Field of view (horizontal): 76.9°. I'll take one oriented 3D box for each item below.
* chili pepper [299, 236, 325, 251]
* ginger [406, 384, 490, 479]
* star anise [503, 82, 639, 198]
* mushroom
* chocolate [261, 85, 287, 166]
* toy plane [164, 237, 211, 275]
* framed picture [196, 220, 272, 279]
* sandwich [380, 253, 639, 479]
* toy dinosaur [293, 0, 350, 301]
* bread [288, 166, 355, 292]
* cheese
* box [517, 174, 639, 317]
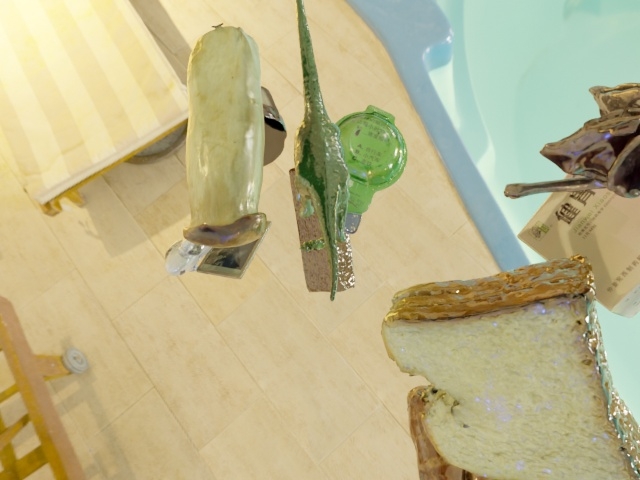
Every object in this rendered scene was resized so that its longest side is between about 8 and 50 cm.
[{"bbox_3d":[0.000,0.000,0.693,0.083,0.027,0.022,-33,37,-26],"label":"chili pepper"},{"bbox_3d":[0.371,0.592,1.087,0.254,0.176,0.418,-7,46,-6],"label":"ginger"},{"bbox_3d":[0.282,-0.078,0.321,0.089,0.231,0.209,47,69,-23],"label":"star anise"},{"bbox_3d":[-0.118,-0.134,0.491,0.100,0.081,0.312,-9,67,7],"label":"mushroom"},{"bbox_3d":[-0.254,-0.367,1.287,0.284,0.283,0.186,-23,68,-3],"label":"chocolate"},{"bbox_3d":[-0.461,0.024,1.430,0.117,0.244,0.244,38,79,1],"label":"toy plane"},{"bbox_3d":[-0.326,0.023,1.544,0.209,0.019,0.281,5,52,23],"label":"framed picture"},{"bbox_3d":[0.218,0.170,0.486,0.249,0.095,0.273,-16,109,38],"label":"sandwich"},{"bbox_3d":[0.001,-0.161,0.580,0.087,0.301,0.447,-5,47,-7],"label":"toy dinosaur"},{"bbox_3d":[0.009,-0.039,1.289,0.165,0.113,0.416,-2,98,44],"label":"bread"},{"bbox_3d":[0.093,-0.173,0.953,0.204,0.083,0.320,23,80,-4],"label":"cheese"},{"bbox_3d":[0.413,-0.054,0.527,0.260,0.062,0.175,-60,32,23],"label":"box"}]
